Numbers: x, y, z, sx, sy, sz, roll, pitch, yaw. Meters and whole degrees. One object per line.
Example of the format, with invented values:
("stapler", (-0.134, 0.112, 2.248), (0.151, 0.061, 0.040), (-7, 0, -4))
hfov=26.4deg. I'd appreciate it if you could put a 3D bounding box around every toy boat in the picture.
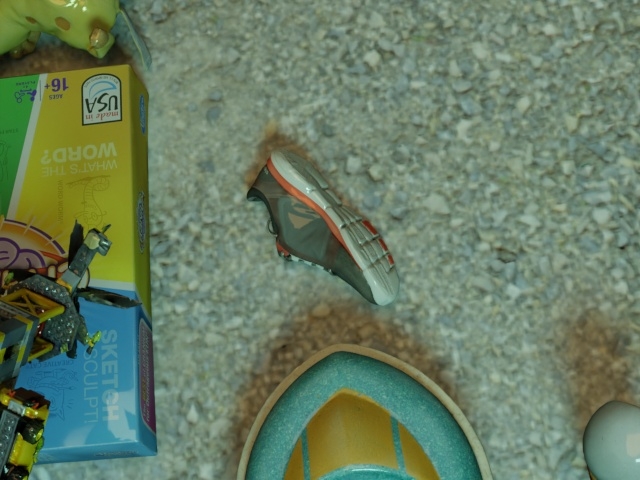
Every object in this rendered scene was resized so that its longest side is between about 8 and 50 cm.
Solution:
("toy boat", (0.094, 0.182, 0.967), (0.318, 0.148, 0.267), (-15, 71, 2))

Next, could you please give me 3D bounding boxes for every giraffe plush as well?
("giraffe plush", (-0.258, -0.222, 1.155), (0.170, 0.181, 0.210), (-13, 105, 13))

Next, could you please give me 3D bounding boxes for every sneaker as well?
("sneaker", (0.000, 0.000, 1.096), (0.065, 0.061, 0.158), (-46, 70, 20))

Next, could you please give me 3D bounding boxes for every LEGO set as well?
("LEGO set", (-0.307, 0.077, 0.998), (0.331, 0.192, 0.255), (16, 104, 15))

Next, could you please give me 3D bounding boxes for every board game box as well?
("board game box", (-0.258, 0.024, 1.106), (0.242, 0.064, 0.316), (-6, 71, 5))
